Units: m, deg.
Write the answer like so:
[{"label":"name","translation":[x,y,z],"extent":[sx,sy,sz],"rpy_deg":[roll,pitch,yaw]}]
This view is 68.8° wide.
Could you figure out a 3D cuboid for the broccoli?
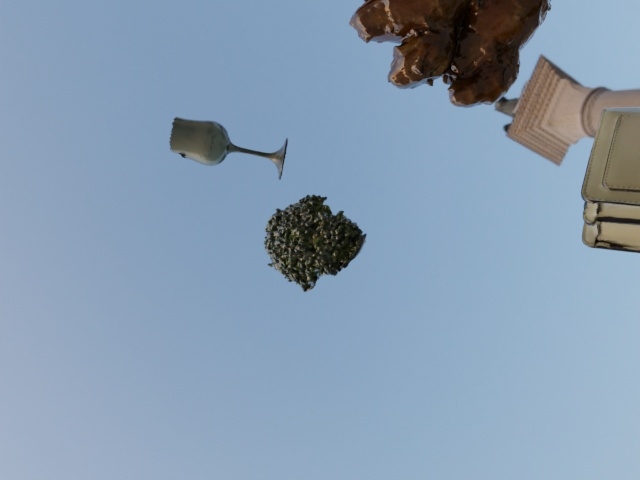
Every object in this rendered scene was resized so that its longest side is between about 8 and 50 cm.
[{"label":"broccoli","translation":[0.000,0.000,1.207],"extent":[0.245,0.288,0.248],"rpy_deg":[-5,-60,-54]}]

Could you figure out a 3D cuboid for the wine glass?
[{"label":"wine glass","translation":[-0.158,-0.162,0.813],"extent":[0.195,0.079,0.079],"rpy_deg":[11,-80,-7]}]

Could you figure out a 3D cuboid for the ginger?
[{"label":"ginger","translation":[0.239,-0.400,0.872],"extent":[0.357,0.152,0.274],"rpy_deg":[16,-79,-9]}]

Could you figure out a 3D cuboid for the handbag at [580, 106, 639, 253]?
[{"label":"handbag","translation":[0.602,-0.094,0.689],"extent":[0.160,0.358,0.237],"rpy_deg":[48,-120,-47]}]
